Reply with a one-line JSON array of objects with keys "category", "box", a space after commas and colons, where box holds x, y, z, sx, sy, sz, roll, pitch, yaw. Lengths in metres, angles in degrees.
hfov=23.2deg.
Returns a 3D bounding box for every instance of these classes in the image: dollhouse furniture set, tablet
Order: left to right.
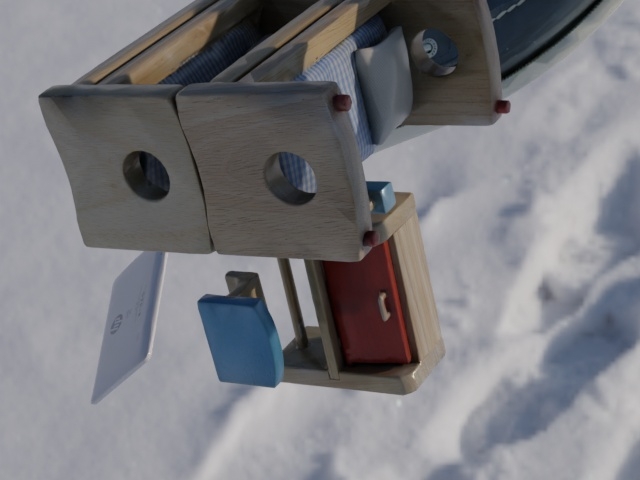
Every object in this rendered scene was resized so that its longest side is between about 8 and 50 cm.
[{"category": "tablet", "box": [-0.098, 0.040, 0.797, 0.006, 0.054, 0.083, 30, 41, -25]}, {"category": "dollhouse furniture set", "box": [0.000, 0.000, 0.626, 0.129, 0.183, 0.129, 3, 30, 31]}]

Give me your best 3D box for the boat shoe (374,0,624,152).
[{"category": "boat shoe", "box": [0.051, -0.127, 0.927, 0.319, 0.099, 0.116, -28, 25, 27]}]
